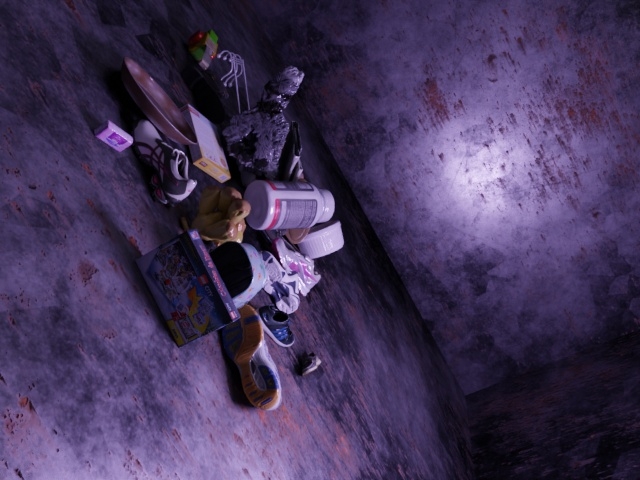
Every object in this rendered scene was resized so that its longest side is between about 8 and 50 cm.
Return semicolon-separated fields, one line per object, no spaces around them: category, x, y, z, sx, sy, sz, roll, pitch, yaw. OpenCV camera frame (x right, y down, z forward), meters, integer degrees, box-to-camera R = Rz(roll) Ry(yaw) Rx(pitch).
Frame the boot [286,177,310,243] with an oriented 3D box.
boot;-0.110;-0.096;2.199;0.220;0.109;0.283;126;-37;-67

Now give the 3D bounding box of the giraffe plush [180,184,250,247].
giraffe plush;-0.274;-0.034;1.531;0.181;0.210;0.170;44;0;31

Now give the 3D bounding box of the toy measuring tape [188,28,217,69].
toy measuring tape;-0.479;-0.745;2.125;0.121;0.121;0.330;50;25;-37

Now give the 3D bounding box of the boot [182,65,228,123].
boot;-0.414;-0.576;2.084;0.263;0.091;0.229;60;18;-3

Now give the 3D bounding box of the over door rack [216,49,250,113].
over door rack;-0.362;-0.645;2.309;0.239;0.108;0.324;-78;152;-74

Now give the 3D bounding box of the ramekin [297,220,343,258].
ramekin;0.000;0.000;2.247;0.207;0.207;0.109;-41;113;-73

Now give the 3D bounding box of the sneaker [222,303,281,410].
sneaker;-0.183;0.318;1.432;0.131;0.112;0.296;77;-6;-63

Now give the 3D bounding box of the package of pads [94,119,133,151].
package of pads;-0.525;-0.266;1.354;0.083;0.050;0.032;39;29;-52

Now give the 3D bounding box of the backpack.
backpack;-0.234;0.093;1.395;0.144;0.188;0.165;14;45;-59

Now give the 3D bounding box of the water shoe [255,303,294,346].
water shoe;-0.124;0.269;1.668;0.203;0.080;0.073;46;24;-43

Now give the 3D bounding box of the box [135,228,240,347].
box;-0.308;0.111;1.234;0.233;0.159;0.044;63;17;1

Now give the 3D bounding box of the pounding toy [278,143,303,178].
pounding toy;-0.132;-0.340;2.425;0.154;0.155;0.269;1;63;-62

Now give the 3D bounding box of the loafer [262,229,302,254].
loafer;-0.142;-0.008;2.029;0.267;0.084;0.096;59;18;-13

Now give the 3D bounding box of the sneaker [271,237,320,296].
sneaker;-0.089;0.081;1.961;0.252;0.111;0.103;58;-10;-28

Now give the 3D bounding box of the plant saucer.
plant saucer;-0.484;-0.399;1.582;0.310;0.050;0.310;52;5;-6

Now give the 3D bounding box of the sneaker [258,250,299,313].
sneaker;-0.142;0.122;1.827;0.235;0.094;0.153;55;14;-14

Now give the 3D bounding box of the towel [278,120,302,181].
towel;-0.133;-0.284;2.164;0.056;0.324;0.312;12;37;-14

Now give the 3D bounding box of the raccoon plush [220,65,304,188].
raccoon plush;-0.164;-0.387;1.993;0.216;0.446;0.299;46;2;14

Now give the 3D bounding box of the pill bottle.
pill bottle;-0.108;-0.130;1.952;0.319;0.176;0.176;-3;63;-40

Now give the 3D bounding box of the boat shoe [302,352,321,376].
boat shoe;-0.039;0.408;1.765;0.049;0.056;0.152;59;7;5

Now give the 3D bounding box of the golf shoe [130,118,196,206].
golf shoe;-0.428;-0.229;1.473;0.272;0.120;0.105;64;19;10

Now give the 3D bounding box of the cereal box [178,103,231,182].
cereal box;-0.397;-0.333;1.836;0.173;0.047;0.240;36;30;-60
